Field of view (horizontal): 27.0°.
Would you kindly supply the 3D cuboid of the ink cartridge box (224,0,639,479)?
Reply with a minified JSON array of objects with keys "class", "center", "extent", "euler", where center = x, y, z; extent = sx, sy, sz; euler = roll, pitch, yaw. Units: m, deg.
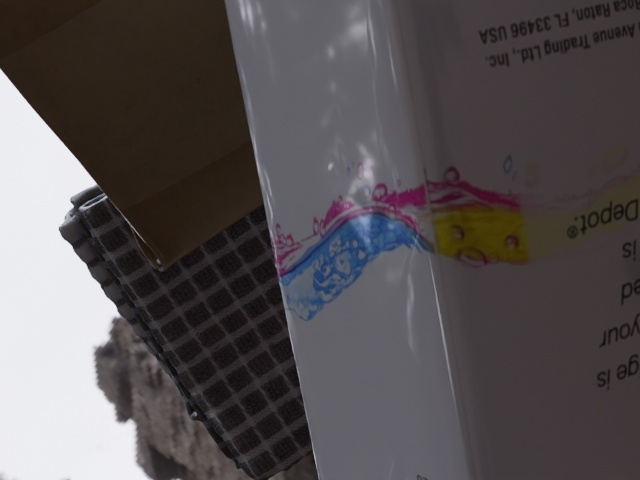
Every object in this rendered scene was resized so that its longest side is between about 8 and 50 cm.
[{"class":"ink cartridge box","center":[0.090,-0.030,0.423],"extent":[0.201,0.117,0.278],"euler":[-16,-77,-25]}]

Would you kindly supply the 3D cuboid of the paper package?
[{"class":"paper package","center":[-0.006,-0.184,0.716],"extent":[0.325,0.309,0.168],"euler":[-33,-65,10]}]

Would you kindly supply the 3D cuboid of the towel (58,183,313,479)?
[{"class":"towel","center":[0.000,0.000,0.890],"extent":[0.284,0.121,0.235],"euler":[-33,-69,-5]}]
